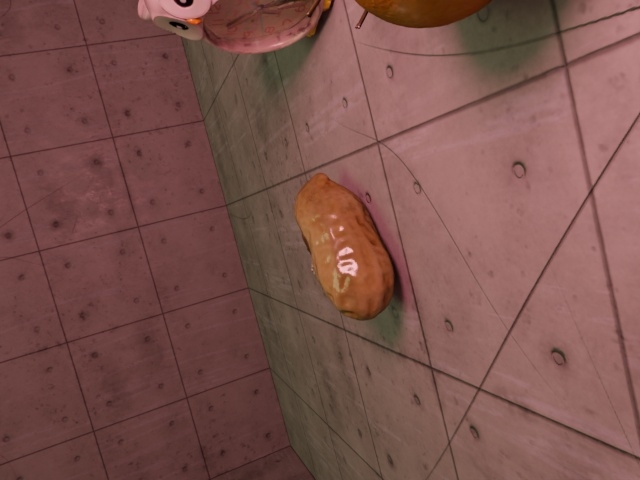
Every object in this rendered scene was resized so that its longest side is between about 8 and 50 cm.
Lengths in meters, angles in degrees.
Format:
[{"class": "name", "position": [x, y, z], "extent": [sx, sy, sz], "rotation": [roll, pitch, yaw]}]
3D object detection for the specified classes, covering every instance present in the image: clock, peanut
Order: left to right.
[{"class": "clock", "position": [-0.192, -0.573, 1.075], "extent": [0.368, 0.377, 0.250], "rotation": [151, 107, -67]}, {"class": "peanut", "position": [0.050, 0.007, 1.184], "extent": [0.192, 0.169, 0.387], "rotation": [99, 153, -59]}]

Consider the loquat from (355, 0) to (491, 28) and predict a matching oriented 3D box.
[{"class": "loquat", "position": [0.117, -0.372, 0.552], "extent": [0.263, 0.263, 0.263], "rotation": [164, 90, -71]}]

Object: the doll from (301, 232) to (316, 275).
[{"class": "doll", "position": [0.000, -0.001, 1.393], "extent": [0.105, 0.115, 0.221], "rotation": [94, 153, -68]}]

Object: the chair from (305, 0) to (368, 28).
[{"class": "chair", "position": [0.064, -0.490, 0.718], "extent": [0.160, 0.325, 0.170], "rotation": [31, 180, 42]}]
